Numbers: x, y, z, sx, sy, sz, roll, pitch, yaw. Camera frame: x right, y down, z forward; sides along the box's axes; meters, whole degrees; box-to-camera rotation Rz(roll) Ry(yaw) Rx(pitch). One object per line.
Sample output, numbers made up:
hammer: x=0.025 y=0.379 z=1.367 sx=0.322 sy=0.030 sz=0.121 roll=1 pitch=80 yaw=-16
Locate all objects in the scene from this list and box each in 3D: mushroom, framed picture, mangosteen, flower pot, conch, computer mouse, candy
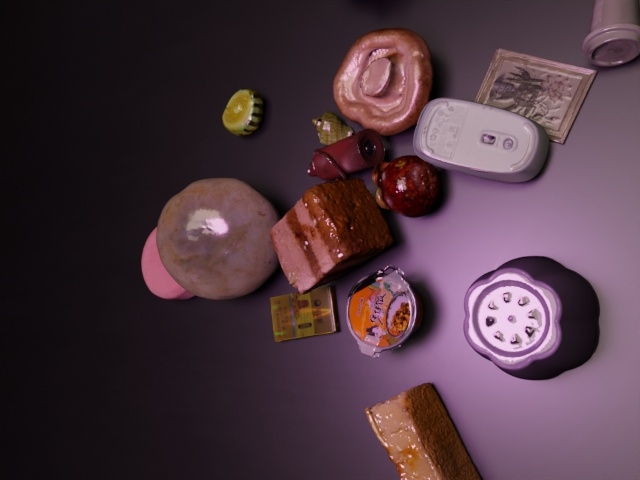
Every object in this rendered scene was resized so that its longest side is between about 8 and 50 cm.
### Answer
mushroom: x=-0.270 y=-0.004 z=1.523 sx=0.352 sy=0.260 sz=0.352 roll=1 pitch=97 yaw=8
framed picture: x=0.471 y=-0.328 z=1.260 sx=0.231 sy=0.010 sz=0.173 roll=25 pitch=97 yaw=32
mushroom: x=0.157 y=-0.387 z=1.384 sx=0.278 sy=0.146 sz=0.278 roll=3 pitch=95 yaw=34
mangosteen: x=0.204 y=-0.126 z=1.338 sx=0.145 sy=0.181 sz=0.156 roll=-18 pitch=88 yaw=-16
flower pot: x=0.405 y=0.153 z=1.102 sx=0.265 sy=0.243 sz=0.265 roll=-4 pitch=82 yaw=28
conch: x=0.028 y=-0.296 z=1.504 sx=0.121 sy=0.074 sz=0.089 roll=25 pitch=112 yaw=10
computer mouse: x=0.357 y=-0.221 z=1.253 sx=0.288 sy=0.097 sz=0.160 roll=17 pitch=93 yaw=20
candy: x=-0.442 y=0.065 z=1.714 sx=0.255 sy=0.094 sz=0.255 roll=-4 pitch=81 yaw=30

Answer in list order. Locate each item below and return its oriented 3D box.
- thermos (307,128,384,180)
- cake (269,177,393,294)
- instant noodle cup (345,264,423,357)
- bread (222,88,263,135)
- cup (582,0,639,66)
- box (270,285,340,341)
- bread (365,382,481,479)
thermos: x=0.052 y=-0.211 z=1.439 sx=0.232 sy=0.099 sz=0.124 roll=-12 pitch=36 yaw=50
cake: x=0.000 y=0.000 z=1.361 sx=0.293 sy=0.198 sz=0.196 roll=-37 pitch=78 yaw=43
instant noodle cup: x=0.163 y=0.165 z=1.312 sx=0.177 sy=0.125 sz=0.208 roll=35 pitch=101 yaw=29
bread: x=-0.225 y=-0.377 z=1.656 sx=0.130 sy=0.071 sz=0.139 roll=15 pitch=93 yaw=35
cup: x=0.599 y=-0.442 z=1.145 sx=0.120 sy=0.120 sz=0.141 roll=-4 pitch=70 yaw=31
box: x=-0.043 y=0.196 z=1.491 sx=0.193 sy=0.030 sz=0.121 roll=-15 pitch=76 yaw=30
bread: x=0.227 y=0.459 z=1.202 sx=0.114 sy=0.184 sz=0.275 roll=-40 pitch=65 yaw=27
